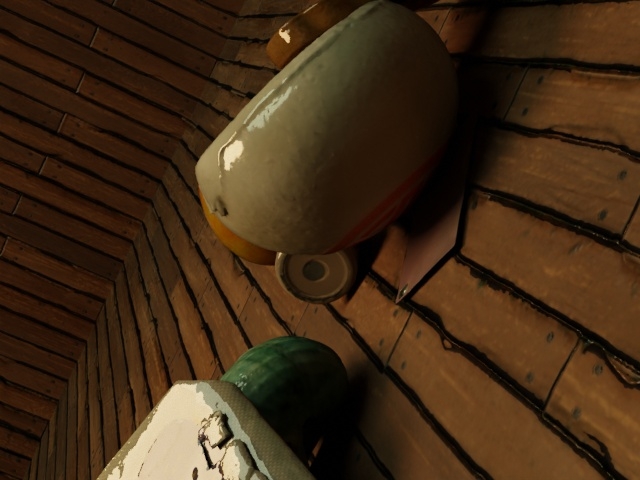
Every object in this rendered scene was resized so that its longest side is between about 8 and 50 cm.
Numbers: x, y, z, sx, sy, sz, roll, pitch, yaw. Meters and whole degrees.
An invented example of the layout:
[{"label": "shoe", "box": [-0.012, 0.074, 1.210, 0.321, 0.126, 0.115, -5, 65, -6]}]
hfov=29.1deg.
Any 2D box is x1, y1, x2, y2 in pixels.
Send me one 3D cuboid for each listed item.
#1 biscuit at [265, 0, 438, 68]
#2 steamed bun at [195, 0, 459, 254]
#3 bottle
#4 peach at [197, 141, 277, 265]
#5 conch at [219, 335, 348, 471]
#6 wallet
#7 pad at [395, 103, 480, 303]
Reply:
[{"label": "biscuit", "box": [0.070, -0.265, 1.312, 0.295, 0.044, 0.186, -29, -5, -28]}, {"label": "steamed bun", "box": [0.024, -0.094, 1.215, 0.283, 0.177, 0.283, -44, 1, 1]}, {"label": "bottle", "box": [0.001, -0.001, 1.382, 0.099, 0.099, 0.152, -59, 11, 26]}, {"label": "peach", "box": [-0.061, -0.062, 1.523, 0.197, 0.197, 0.197, -58, 16, 27]}, {"label": "conch", "box": [-0.042, 0.177, 1.175, 0.188, 0.122, 0.176, -66, -27, -45]}, {"label": "wallet", "box": [-0.098, 0.283, 1.051, 0.335, 0.068, 0.275, 44, 105, 38]}, {"label": "pad", "box": [0.115, -0.036, 1.190, 0.113, 0.006, 0.188, -51, 18, 48]}]
